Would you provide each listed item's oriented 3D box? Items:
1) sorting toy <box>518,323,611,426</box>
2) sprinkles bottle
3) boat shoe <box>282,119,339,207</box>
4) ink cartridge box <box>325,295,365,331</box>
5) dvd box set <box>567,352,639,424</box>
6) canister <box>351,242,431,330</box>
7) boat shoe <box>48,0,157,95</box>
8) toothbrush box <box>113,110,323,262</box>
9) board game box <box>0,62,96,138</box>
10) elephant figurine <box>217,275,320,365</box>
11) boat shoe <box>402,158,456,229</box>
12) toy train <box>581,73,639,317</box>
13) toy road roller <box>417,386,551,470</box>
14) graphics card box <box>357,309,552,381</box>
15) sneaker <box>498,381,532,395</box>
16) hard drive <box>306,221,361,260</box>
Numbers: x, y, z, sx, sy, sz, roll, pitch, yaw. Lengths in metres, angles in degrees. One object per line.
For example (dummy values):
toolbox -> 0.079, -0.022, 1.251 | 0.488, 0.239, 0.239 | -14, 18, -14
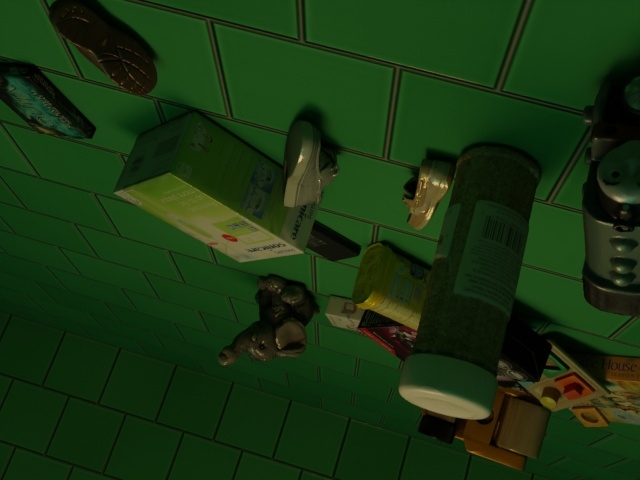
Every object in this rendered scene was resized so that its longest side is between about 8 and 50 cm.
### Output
sorting toy -> 0.495, 0.304, 1.787 | 0.347, 0.047, 0.196 | 40, 146, -8
sprinkles bottle -> 0.204, 0.052, 1.106 | 0.121, 0.355, 0.121 | 15, 159, 6
boat shoe -> -0.012, -0.117, 1.280 | 0.081, 0.079, 0.227 | -1, 159, -8
ink cartridge box -> 0.081, 0.177, 1.952 | 0.122, 0.052, 0.088 | 12, 159, 20
dvd box set -> 0.710, 0.336, 1.814 | 0.420, 0.062, 0.307 | -1, 150, 42
canister -> 0.156, 0.095, 1.584 | 0.170, 0.126, 0.073 | 26, 158, -25
boat shoe -> -0.298, -0.270, 1.145 | 0.178, 0.064, 0.060 | 39, -179, -41
toothbrush box -> -0.174, -0.080, 1.421 | 0.283, 0.122, 0.206 | 30, 156, -33
board game box -> -0.486, -0.237, 1.417 | 0.126, 0.026, 0.186 | 8, 157, 24
elephant figurine -> -0.116, 0.220, 1.956 | 0.186, 0.239, 0.169 | 17, 159, 3
boat shoe -> 0.154, -0.074, 1.257 | 0.059, 0.063, 0.170 | 21, 150, 0
toy train -> 0.369, -0.043, 0.966 | 0.142, 0.190, 0.334 | 9, 158, 22
toy road roller -> 0.428, 0.456, 2.179 | 0.329, 0.202, 0.240 | 16, 172, 19
graphics card box -> 0.271, 0.203, 1.746 | 0.233, 0.094, 0.371 | 38, 155, -21
sneaker -> 0.451, 0.331, 2.016 | 0.178, 0.072, 0.077 | 30, 168, -14
hard drive -> 0.000, 0.000, 1.615 | 0.135, 0.022, 0.094 | 30, 156, -27
